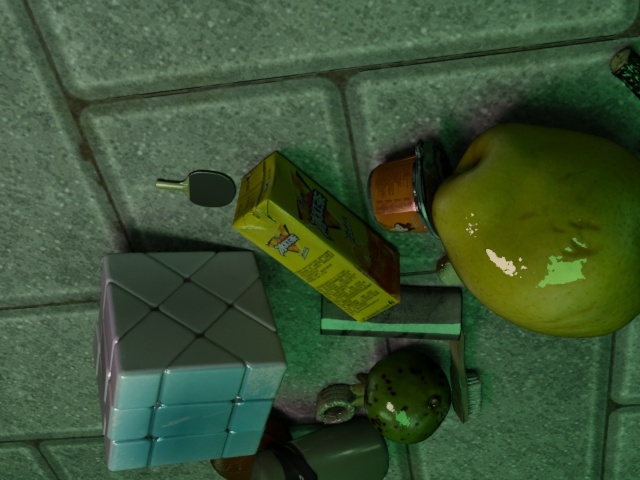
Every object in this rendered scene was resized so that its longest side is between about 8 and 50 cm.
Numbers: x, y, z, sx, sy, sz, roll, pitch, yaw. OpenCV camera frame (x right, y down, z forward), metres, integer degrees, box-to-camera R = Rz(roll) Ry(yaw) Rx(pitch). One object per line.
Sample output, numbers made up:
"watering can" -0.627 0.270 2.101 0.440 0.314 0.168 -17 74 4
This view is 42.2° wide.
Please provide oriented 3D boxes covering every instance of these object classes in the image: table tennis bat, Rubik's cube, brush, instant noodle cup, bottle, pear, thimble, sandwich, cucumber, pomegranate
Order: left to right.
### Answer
"Rubik's cube" -0.278 0.236 1.678 0.322 0.318 0.315 0 133 -22
"table tennis bat" -0.244 -0.102 1.626 0.157 0.013 0.087 6 132 -2
"bottle" -0.013 0.540 1.983 0.347 0.168 0.168 -8 139 -32
"thimble" 0.035 0.399 2.017 0.110 0.062 0.084 -25 125 23
"pomegranate" 0.179 0.352 1.892 0.263 0.211 0.211 2 143 51
"instant noodle cup" 0.162 -0.083 1.521 0.126 0.177 0.208 -8 113 29
"sandwich" 0.295 0.057 1.711 0.105 0.035 0.093 20 129 -15
"brush" 0.335 0.298 1.909 0.065 0.070 0.327 -17 129 -5
"pear" 0.401 -0.018 1.431 0.418 0.362 0.362 35 126 -8
"cucumber" 0.561 -0.253 1.404 0.187 0.058 0.058 37 124 -26

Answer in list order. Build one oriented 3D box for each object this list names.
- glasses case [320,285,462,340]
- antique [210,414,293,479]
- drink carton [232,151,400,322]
"glasses case" 0.151 0.152 1.772 0.300 0.060 0.114 3 92 2
"antique" -0.177 0.523 2.098 0.224 0.129 0.278 -24 125 23
"drink carton" 0.000 0.000 1.603 0.111 0.154 0.351 -35 121 30
